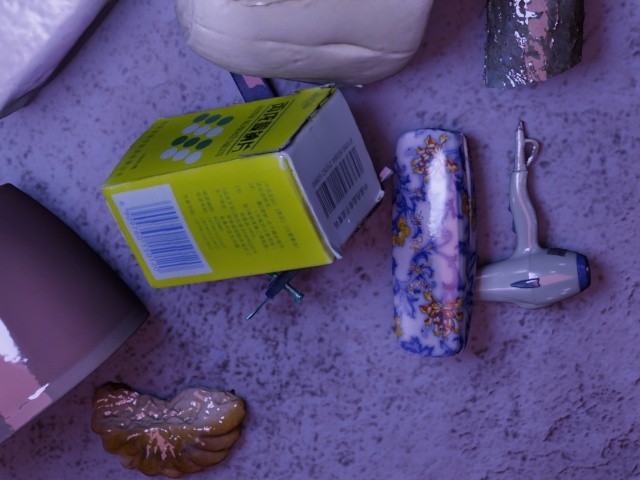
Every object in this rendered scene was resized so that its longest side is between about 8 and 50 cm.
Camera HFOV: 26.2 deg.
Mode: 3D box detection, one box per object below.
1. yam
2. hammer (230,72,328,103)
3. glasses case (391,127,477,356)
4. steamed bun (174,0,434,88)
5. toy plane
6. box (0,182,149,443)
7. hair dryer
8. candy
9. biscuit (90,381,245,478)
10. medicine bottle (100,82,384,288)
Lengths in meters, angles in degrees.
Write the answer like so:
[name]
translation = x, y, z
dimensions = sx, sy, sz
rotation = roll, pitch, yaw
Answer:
[yam]
translation = 0.216, -0.248, 1.397
dimensions = 0.107, 0.107, 0.183
rotation = -2, 107, 5
[hammer]
translation = -0.093, -0.215, 1.462
dimensions = 0.137, 0.037, 0.290
rotation = -24, 105, 12
[glasses case]
translation = 0.122, 0.003, 1.485
dimensions = 0.087, 0.065, 0.248
rotation = 1, 96, 25
[steamed bun]
translation = -0.010, -0.262, 1.331
dimensions = 0.290, 0.273, 0.272
rotation = -4, 113, 1
[toy plane]
translation = 0.000, 0.000, 1.494
dimensions = 0.060, 0.096, 0.235
rotation = 40, 105, -8
[box]
translation = -0.358, 0.090, 1.455
dimensions = 0.301, 0.301, 0.216
rotation = -37, 97, 15
[hair dryer]
translation = 0.188, -0.010, 1.507
dimensions = 0.167, 0.067, 0.199
rotation = -23, 95, 17
[candy]
translation = -0.392, -0.298, 1.401
dimensions = 0.358, 0.145, 0.208
rotation = 37, 107, -7
[biscuit]
translation = -0.176, 0.228, 1.604
dimensions = 0.183, 0.061, 0.118
rotation = -2, 110, 5
[medicine bottle]
translation = -0.081, -0.052, 1.407
dimensions = 0.250, 0.137, 0.141
rotation = -7, 118, 33
